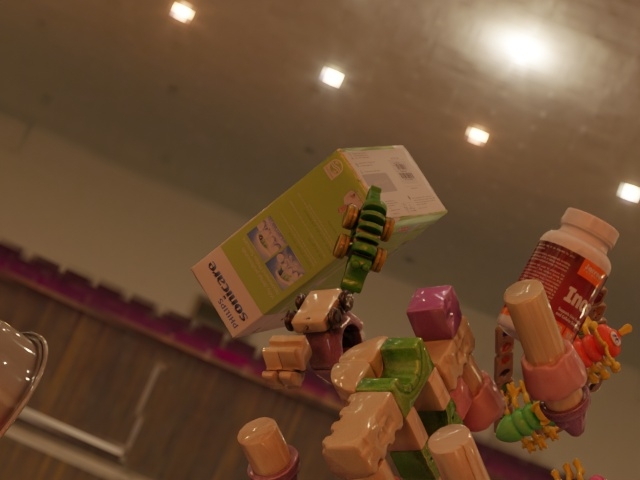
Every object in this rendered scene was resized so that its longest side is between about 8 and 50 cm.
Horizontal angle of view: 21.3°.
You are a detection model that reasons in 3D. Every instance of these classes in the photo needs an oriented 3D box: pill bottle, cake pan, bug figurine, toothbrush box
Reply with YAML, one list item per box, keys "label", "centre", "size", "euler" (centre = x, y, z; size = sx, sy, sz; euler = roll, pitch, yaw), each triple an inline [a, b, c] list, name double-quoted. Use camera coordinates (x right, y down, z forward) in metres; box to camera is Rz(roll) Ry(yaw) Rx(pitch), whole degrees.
- label: "pill bottle"
  centre: [0.262, 0.045, 1.850]
  size: [0.086, 0.152, 0.086]
  euler: [28, -7, 4]
- label: "cake pan"
  centre: [-0.400, 0.180, 1.694]
  size: [0.054, 0.293, 0.293]
  euler: [51, -30, -21]
- label: "bug figurine"
  centre: [0.334, 0.236, 2.050]
  size: [0.279, 0.216, 0.072]
  euler: [57, 23, 3]
- label: "toothbrush box"
  centre: [0.000, 0.000, 2.301]
  size: [0.122, 0.283, 0.206]
  euler: [56, 26, 13]

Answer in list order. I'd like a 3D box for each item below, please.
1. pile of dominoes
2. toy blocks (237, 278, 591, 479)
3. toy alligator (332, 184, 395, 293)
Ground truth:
- label: "pile of dominoes"
  centre: [0.340, 0.181, 2.438]
  size: [0.040, 0.196, 0.251]
  euler: [49, -25, 40]
- label: "toy blocks"
  centre: [0.103, 0.222, 1.731]
  size: [0.309, 0.288, 0.260]
  euler: [-4, -55, 32]
- label: "toy alligator"
  centre: [0.045, 0.017, 1.912]
  size: [0.056, 0.190, 0.051]
  euler: [20, -22, -8]
